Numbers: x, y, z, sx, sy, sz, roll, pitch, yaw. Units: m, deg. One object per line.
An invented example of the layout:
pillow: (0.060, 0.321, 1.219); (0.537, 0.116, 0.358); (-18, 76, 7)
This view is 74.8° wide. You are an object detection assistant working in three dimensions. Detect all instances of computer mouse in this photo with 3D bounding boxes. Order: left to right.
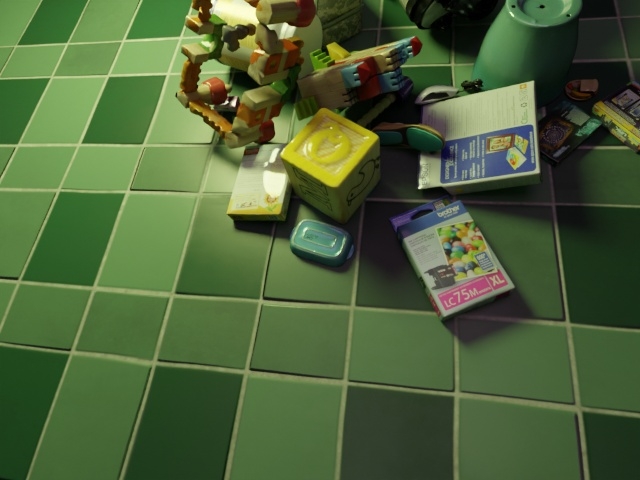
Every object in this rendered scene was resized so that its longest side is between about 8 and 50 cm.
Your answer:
computer mouse: (0.375, -0.450, 1.252); (0.193, 0.042, 0.106); (-13, 22, 6)

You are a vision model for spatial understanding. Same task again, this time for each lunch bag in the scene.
lunch bag: (0.000, -0.844, 1.401); (0.212, 0.256, 0.305); (-28, 65, -4)

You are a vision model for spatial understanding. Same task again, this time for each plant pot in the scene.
plant pot: (0.582, -0.553, 1.169); (0.271, 0.255, 0.272); (-4, 66, 8)

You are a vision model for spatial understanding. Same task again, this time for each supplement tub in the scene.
supplement tub: (-0.185, -0.660, 1.356); (0.331, 0.241, 0.241); (24, 72, 18)

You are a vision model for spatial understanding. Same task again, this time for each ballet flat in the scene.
ballet flat: (0.253, -0.308, 1.192); (0.232, 0.080, 0.073); (16, 54, 32)

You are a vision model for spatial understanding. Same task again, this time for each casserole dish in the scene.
casserole dish: (0.000, 0.000, 1.136); (0.188, 0.037, 0.114); (17, 69, 17)

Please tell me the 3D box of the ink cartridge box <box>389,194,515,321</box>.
ink cartridge box: (0.319, 0.026, 1.058); (0.185, 0.065, 0.311); (-22, 62, -1)

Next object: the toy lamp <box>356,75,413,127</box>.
toy lamp: (0.171, -0.397, 1.266); (0.274, 0.080, 0.080); (-41, 66, -10)

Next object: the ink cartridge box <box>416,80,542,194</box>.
ink cartridge box: (0.431, -0.274, 1.155); (0.307, 0.072, 0.304); (-5, 63, 31)

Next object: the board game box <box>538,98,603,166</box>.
board game box: (0.667, -0.301, 1.165); (0.186, 0.026, 0.126); (-39, 66, -9)

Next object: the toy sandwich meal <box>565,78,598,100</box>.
toy sandwich meal: (0.757, -0.441, 1.213); (0.085, 0.029, 0.086); (-4, 65, 8)

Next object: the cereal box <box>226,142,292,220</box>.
cereal box: (-0.164, -0.173, 1.225); (0.173, 0.047, 0.240); (2, 66, 21)

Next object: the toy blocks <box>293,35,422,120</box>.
toy blocks: (0.126, -0.469, 1.179); (0.260, 0.191, 0.381); (3, 34, 37)

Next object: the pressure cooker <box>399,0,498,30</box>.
pressure cooker: (0.385, -0.858, 1.260); (0.369, 0.375, 0.420); (-28, 91, -2)

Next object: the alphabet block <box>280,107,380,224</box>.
alphabet block: (0.034, -0.197, 1.130); (0.193, 0.197, 0.192); (32, 75, 21)

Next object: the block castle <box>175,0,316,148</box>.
block castle: (-0.209, -0.512, 1.169); (0.303, 0.453, 0.213); (40, 44, 12)

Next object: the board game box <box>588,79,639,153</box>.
board game box: (0.856, -0.338, 1.139); (0.141, 0.048, 0.170); (-32, 65, -3)

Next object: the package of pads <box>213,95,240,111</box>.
package of pads: (-0.314, -0.457, 1.401); (0.083, 0.032, 0.050); (4, 69, 12)
